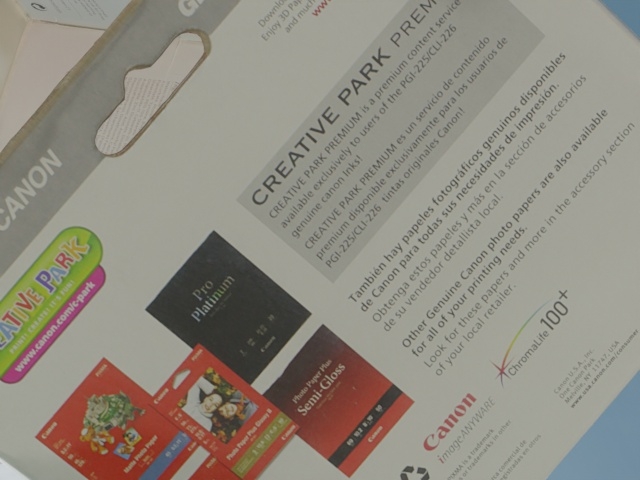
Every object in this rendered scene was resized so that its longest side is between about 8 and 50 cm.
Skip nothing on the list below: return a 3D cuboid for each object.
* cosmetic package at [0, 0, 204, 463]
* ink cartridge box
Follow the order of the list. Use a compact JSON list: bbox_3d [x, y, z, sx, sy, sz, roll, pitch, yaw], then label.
[{"bbox_3d":[-0.159,-0.004,0.914,0.097,0.284,0.377,50,-56,38],"label":"cosmetic package"},{"bbox_3d":[0.000,0.000,0.577,0.272,0.130,0.309,42,-91,-13],"label":"ink cartridge box"}]
